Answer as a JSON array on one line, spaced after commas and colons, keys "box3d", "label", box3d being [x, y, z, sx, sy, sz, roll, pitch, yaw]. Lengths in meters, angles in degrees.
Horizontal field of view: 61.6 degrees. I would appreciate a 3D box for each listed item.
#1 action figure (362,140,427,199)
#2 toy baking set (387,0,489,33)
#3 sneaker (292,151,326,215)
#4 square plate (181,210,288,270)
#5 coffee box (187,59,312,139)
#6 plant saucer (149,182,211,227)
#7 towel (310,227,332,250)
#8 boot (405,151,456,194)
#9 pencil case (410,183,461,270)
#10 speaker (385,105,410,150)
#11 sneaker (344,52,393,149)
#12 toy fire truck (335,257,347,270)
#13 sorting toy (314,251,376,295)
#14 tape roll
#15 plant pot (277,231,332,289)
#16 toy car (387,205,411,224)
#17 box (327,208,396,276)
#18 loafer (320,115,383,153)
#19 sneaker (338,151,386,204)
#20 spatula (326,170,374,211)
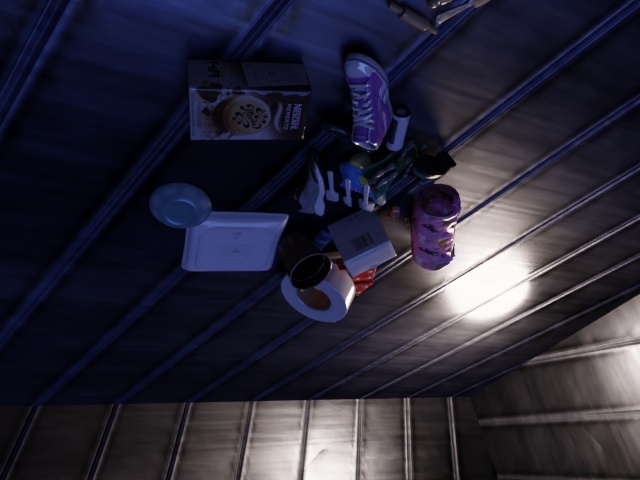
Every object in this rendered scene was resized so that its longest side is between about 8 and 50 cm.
[{"box3d": [0.244, -0.238, 1.679, 0.232, 0.063, 0.137, -40, 137, -13], "label": "action figure"}, {"box3d": [0.289, -0.586, 1.282, 0.256, 0.030, 0.197, 17, 136, -36], "label": "toy baking set"}, {"box3d": [-0.035, -0.171, 1.717, 0.108, 0.100, 0.271, -1, 144, -3], "label": "sneaker"}, {"box3d": [-0.314, 0.020, 1.942, 0.348, 0.049, 0.344, 1, 144, -19], "label": "square plate"}, {"box3d": [-0.186, -0.356, 1.379, 0.298, 0.118, 0.168, -3, 144, -14], "label": "coffee box"}, {"box3d": [-0.446, -0.098, 1.708, 0.195, 0.037, 0.194, -4, 134, -4], "label": "plant saucer"}, {"box3d": [0.000, 0.000, 2.031, 0.067, 0.029, 0.119, 14, 138, -33], "label": "towel"}, {"box3d": [0.332, -0.199, 1.735, 0.247, 0.083, 0.161, -19, 159, -52], "label": "boot"}, {"box3d": [0.424, -0.043, 1.994, 0.167, 0.160, 0.386, -20, 145, -4], "label": "pencil case"}, {"box3d": [0.231, -0.333, 1.606, 0.055, 0.055, 0.136, -7, 146, -9], "label": "speaker"}, {"box3d": [0.122, -0.352, 1.433, 0.102, 0.160, 0.282, 9, 155, 30], "label": "sneaker"}, {"box3d": [0.145, 0.028, 2.023, 0.192, 0.135, 0.047, -16, 146, 5], "label": "toy fire truck"}, {"box3d": [0.105, 0.149, 2.226, 0.258, 0.089, 0.255, -6, 145, -11], "label": "sorting toy"}, {"box3d": [-0.009, 0.195, 2.124, 0.287, 0.100, 0.286, 16, 139, 15], "label": "tape roll"}, {"box3d": [-0.070, 0.063, 1.954, 0.167, 0.165, 0.166, -19, 136, -19], "label": "plant pot"}, {"box3d": [0.304, -0.089, 1.991, 0.122, 0.040, 0.060, 12, 138, -31], "label": "toy car"}, {"box3d": [0.148, 0.002, 1.929, 0.181, 0.181, 0.119, -26, 144, 4], "label": "box"}, {"box3d": [0.087, -0.304, 1.581, 0.223, 0.076, 0.078, 12, 131, -37], "label": "loafer"}, {"box3d": [0.132, -0.195, 1.761, 0.126, 0.091, 0.240, -11, 140, 19], "label": "sneaker"}, {"box3d": [0.094, -0.155, 1.733, 0.168, 0.019, 0.242, 21, 164, 9], "label": "spatula"}]
